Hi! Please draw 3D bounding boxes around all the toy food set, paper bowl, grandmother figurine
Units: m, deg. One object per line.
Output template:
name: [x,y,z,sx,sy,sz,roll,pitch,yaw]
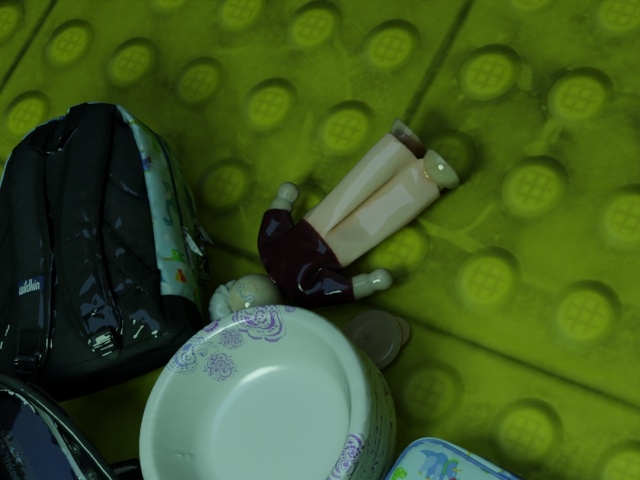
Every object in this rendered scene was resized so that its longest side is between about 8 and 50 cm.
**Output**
toy food set: [0.060,0.119,1.715,0.082,0.020,0.083,24,77,33]
paper bowl: [-0.050,0.226,1.635,0.284,0.148,0.284,-11,61,21]
grandmother figurine: [0.000,0.000,1.761,0.342,0.104,0.208,-43,46,-3]

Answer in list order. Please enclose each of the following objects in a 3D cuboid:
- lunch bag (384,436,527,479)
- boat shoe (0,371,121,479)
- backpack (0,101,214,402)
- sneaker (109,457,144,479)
lunch bag: [0.158,0.318,1.521,0.219,0.090,0.176,25,78,33]
boat shoe: [-0.264,0.346,1.580,0.187,0.156,0.500,-32,74,-19]
backpack: [-0.280,0.004,1.823,0.290,0.273,0.356,-23,75,22]
sneaker: [-0.312,0.368,1.739,0.283,0.107,0.124,-29,85,0]
